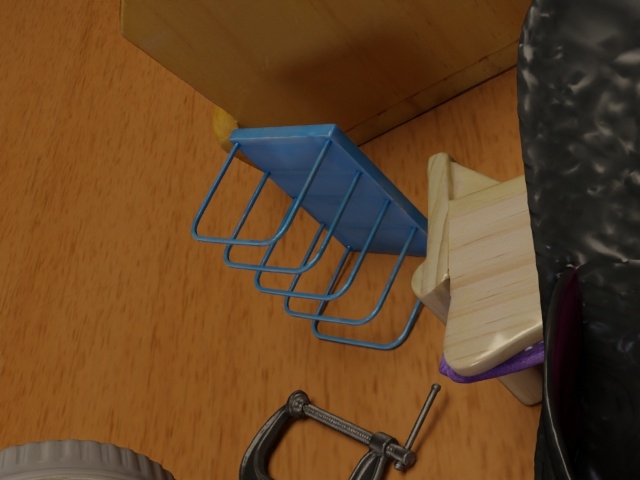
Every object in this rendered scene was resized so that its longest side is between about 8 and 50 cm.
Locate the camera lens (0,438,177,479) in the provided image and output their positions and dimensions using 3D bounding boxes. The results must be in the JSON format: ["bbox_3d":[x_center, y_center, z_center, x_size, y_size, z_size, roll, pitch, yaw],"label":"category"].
[{"bbox_3d":[-0.165,0.293,0.634,0.219,0.219,0.274,-35,37,13],"label":"camera lens"}]

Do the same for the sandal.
[{"bbox_3d":[0.157,0.078,0.446,0.167,0.107,0.446,-13,83,29],"label":"sandal"}]

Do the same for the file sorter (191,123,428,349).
[{"bbox_3d":[0.000,0.000,0.805,0.118,0.170,0.104,3,60,46],"label":"file sorter"}]

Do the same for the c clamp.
[{"bbox_3d":[0.007,0.158,0.772,0.160,0.022,0.137,8,66,46],"label":"c clamp"}]

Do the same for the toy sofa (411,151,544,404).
[{"bbox_3d":[0.244,-0.003,0.586,0.362,0.150,0.177,-22,45,28],"label":"toy sofa"}]

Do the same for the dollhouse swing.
[{"bbox_3d":[0.018,-0.269,0.940,0.347,0.305,0.315,-26,40,26],"label":"dollhouse swing"}]
